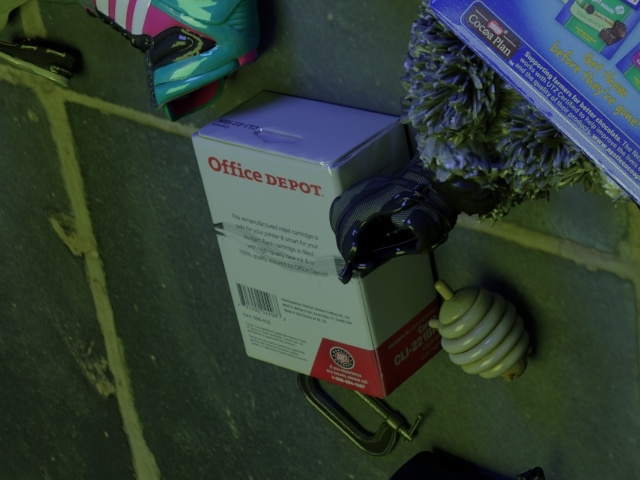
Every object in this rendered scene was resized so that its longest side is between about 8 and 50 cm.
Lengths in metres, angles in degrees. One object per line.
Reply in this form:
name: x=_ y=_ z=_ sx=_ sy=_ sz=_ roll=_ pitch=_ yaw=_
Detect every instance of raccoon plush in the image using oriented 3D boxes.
raccoon plush: x=0.216 y=-0.185 z=1.550 sx=0.299 sy=0.216 sz=0.446 roll=-6 pitch=115 yaw=40

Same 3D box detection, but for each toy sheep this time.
toy sheep: x=0.155 y=0.088 z=1.921 sx=0.132 sy=0.091 sz=0.091 roll=42 pitch=146 yaw=-18

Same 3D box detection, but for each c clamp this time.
c clamp: x=0.041 y=0.177 z=2.170 sx=0.161 sy=0.022 sz=0.137 roll=38 pitch=146 yaw=16

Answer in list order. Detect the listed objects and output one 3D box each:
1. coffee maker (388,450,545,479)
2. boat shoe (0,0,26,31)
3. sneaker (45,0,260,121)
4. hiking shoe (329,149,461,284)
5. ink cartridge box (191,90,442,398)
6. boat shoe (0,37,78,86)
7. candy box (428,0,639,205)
coffee maker: x=0.160 y=0.289 z=2.075 sx=0.178 sy=0.120 sz=0.171 roll=17 pitch=108 yaw=36
boat shoe: x=-0.355 y=-0.278 z=2.188 sx=0.137 sy=0.049 sz=0.043 roll=-42 pitch=48 yaw=54
sneaker: x=-0.169 y=-0.211 z=1.992 sx=0.296 sy=0.124 sz=0.178 roll=5 pitch=114 yaw=43
hiking shoe: x=0.110 y=-0.038 z=1.785 sx=0.227 sy=0.114 sz=0.086 roll=-36 pitch=120 yaw=21
ink cartridge box: x=0.000 y=0.000 z=1.985 sx=0.197 sy=0.114 sz=0.272 roll=15 pitch=130 yaw=40
boat shoe: x=-0.322 y=-0.208 z=2.216 sx=0.125 sy=0.038 sz=0.046 roll=23 pitch=176 yaw=41
candy box: x=0.285 y=-0.193 z=1.389 sx=0.268 sy=0.122 sz=0.317 roll=45 pitch=103 yaw=11
